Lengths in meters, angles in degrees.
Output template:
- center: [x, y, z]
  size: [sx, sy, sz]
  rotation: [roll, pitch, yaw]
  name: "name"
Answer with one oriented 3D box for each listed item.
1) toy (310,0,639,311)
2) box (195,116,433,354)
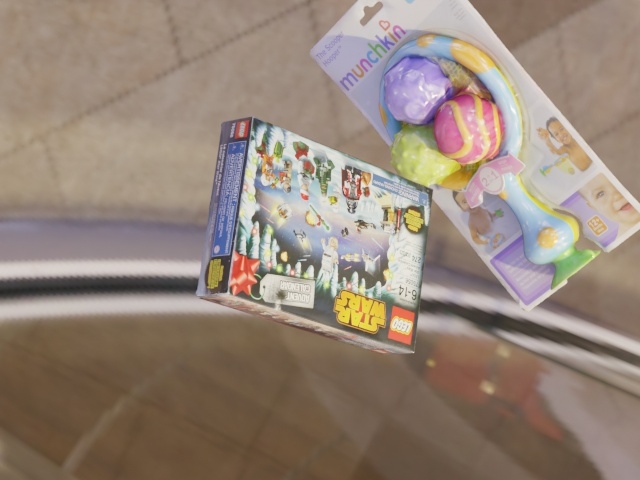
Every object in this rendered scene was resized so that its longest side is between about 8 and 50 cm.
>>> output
- center: [0.092, -0.063, 1.255]
  size: [0.237, 0.137, 0.056]
  rotation: [48, 45, 0]
  name: "toy"
- center: [0.000, 0.000, 0.986]
  size: [0.137, 0.027, 0.094]
  rotation: [19, 73, -41]
  name: "box"
